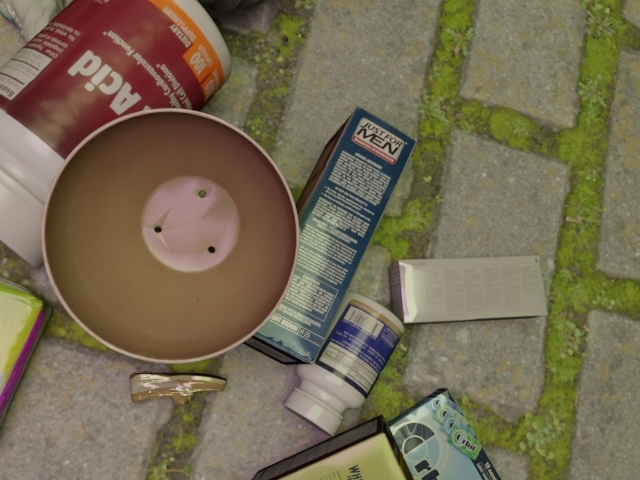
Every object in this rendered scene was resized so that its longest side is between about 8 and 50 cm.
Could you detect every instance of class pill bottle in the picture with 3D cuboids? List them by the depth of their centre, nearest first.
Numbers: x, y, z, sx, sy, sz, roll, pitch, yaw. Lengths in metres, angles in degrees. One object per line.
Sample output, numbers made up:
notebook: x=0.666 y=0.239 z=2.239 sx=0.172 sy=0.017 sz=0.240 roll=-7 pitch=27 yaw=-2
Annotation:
pill bottle: x=-0.322 y=-0.169 z=0.917 sx=0.224 sy=0.224 sz=0.392 roll=38 pitch=73 yaw=-2
pill bottle: x=0.030 y=0.178 z=0.973 sx=0.112 sy=0.112 sz=0.187 roll=34 pitch=74 yaw=-3

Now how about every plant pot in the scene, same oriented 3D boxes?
plant pot: x=-0.172 y=-0.013 z=0.841 sx=0.284 sy=0.191 sz=0.284 roll=-1 pitch=97 yaw=-5

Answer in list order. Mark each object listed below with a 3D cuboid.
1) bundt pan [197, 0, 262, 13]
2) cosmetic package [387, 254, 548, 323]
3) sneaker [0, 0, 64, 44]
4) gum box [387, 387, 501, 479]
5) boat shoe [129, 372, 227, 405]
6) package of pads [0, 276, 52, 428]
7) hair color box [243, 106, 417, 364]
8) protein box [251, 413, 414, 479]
bundt pan: x=-0.191 y=-0.469 z=1.020 sx=0.330 sy=0.124 sz=0.331 roll=18 pitch=47 yaw=-21
cosmetic package: x=0.230 y=0.078 z=1.064 sx=0.239 sy=0.060 sz=0.099 roll=-1 pitch=80 yaw=-12
sneaker: x=-0.436 y=-0.338 z=1.018 sx=0.094 sy=0.080 sz=0.212 roll=-9 pitch=73 yaw=-2
gum box: x=0.150 y=0.334 z=1.000 sx=0.184 sy=0.041 sz=0.157 roll=-28 pitch=84 yaw=-17
boat shoe: x=-0.200 y=0.209 z=0.953 sx=0.135 sy=0.050 sz=0.045 roll=2 pitch=80 yaw=-1
package of pads: x=-0.529 y=0.125 z=0.871 sx=0.296 sy=0.101 sz=0.229 roll=21 pitch=75 yaw=-7
hair color box: x=0.000 y=0.000 z=0.971 sx=0.105 sy=0.174 sz=0.347 roll=29 pitch=73 yaw=-8
protein box: x=0.035 y=0.370 z=0.890 sx=0.201 sy=0.136 sz=0.200 roll=-25 pitch=84 yaw=3
